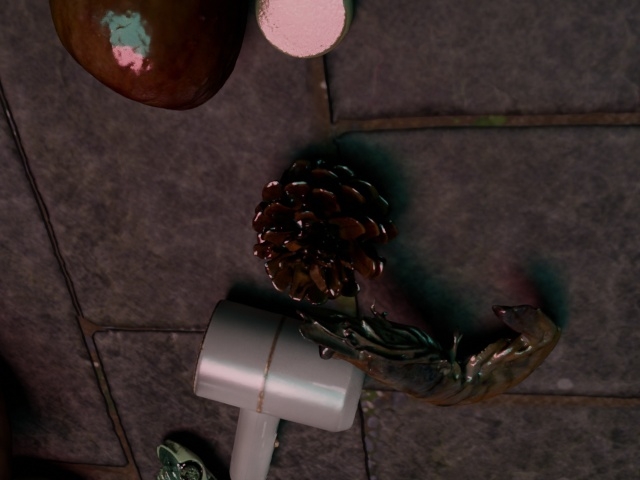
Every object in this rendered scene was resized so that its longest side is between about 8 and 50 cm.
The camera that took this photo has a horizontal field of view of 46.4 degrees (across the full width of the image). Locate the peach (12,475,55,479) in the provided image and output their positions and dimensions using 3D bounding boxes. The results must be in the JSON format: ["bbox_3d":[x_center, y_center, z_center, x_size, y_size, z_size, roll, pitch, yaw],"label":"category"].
[{"bbox_3d":[-0.418,0.439,1.014,0.232,0.233,0.233,6,123,9],"label":"peach"}]

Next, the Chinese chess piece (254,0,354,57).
[{"bbox_3d":[-0.013,-0.194,0.622,0.084,0.034,0.084,6,126,8],"label":"Chinese chess piece"}]

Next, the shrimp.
[{"bbox_3d":[0.116,0.094,0.710,0.296,0.058,0.169,26,124,-39],"label":"shrimp"}]

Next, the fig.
[{"bbox_3d":[-0.114,-0.237,0.560,0.145,0.170,0.274,18,105,6],"label":"fig"}]

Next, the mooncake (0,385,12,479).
[{"bbox_3d":[-0.537,0.234,0.800,0.246,0.393,0.394,-22,126,26],"label":"mooncake"}]

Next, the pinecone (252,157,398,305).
[{"bbox_3d":[-0.001,-0.002,0.692,0.140,0.121,0.140,11,130,13],"label":"pinecone"}]

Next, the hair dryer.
[{"bbox_3d":[-0.061,0.224,0.882,0.172,0.108,0.357,16,133,3],"label":"hair dryer"}]

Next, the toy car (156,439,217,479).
[{"bbox_3d":[-0.148,0.334,0.959,0.093,0.058,0.186,-22,95,57],"label":"toy car"}]
